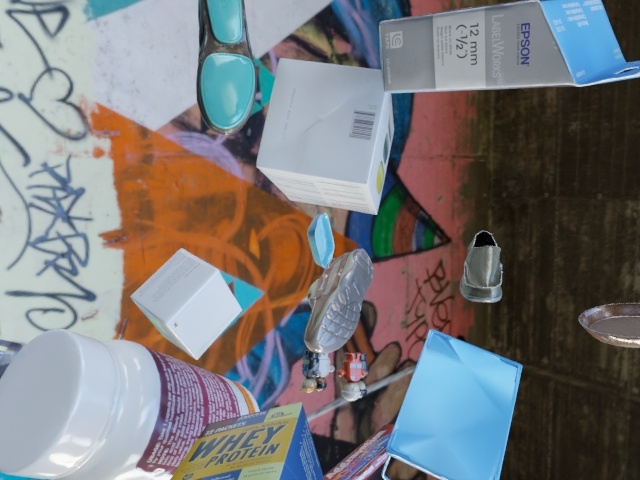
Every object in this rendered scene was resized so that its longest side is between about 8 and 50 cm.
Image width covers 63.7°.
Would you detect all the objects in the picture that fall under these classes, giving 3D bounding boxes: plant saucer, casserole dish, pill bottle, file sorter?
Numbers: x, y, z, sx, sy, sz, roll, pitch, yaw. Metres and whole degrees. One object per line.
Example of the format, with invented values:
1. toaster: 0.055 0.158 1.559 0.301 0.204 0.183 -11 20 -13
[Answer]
1. plant saucer: 0.540 0.147 0.888 0.168 0.168 0.029 1 -77 46
2. casserole dish: 0.000 0.000 1.615 0.036 0.114 0.189 5 -47 23
3. pill bottle: -0.287 0.291 0.823 0.223 0.392 0.224 -15 -124 24
4. file sorter: 0.155 0.221 0.626 0.118 0.170 0.105 21 -40 14

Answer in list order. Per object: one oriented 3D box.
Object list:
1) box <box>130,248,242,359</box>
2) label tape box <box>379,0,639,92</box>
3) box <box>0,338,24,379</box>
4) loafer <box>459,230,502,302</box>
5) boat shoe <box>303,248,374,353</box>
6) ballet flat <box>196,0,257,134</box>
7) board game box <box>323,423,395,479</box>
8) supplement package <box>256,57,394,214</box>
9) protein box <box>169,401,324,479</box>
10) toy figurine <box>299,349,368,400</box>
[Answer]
1. box: -0.186 0.089 0.726 0.087 0.101 0.102 24 -30 35
2. label tape box: 0.297 -0.288 0.741 0.347 0.249 0.115 10 -63 41
3. box: -0.778 0.290 0.881 0.097 0.394 0.319 -17 -122 46
4. loafer: 0.370 0.055 1.191 0.094 0.251 0.088 1 -63 13
5. boat shoe: 0.030 0.146 1.249 0.116 0.324 0.123 -8 -60 32
6. ballet flat: -0.153 -0.292 0.830 0.096 0.095 0.281 150 -60 -70
7. board game box: 0.122 0.561 1.333 0.145 0.281 0.027 -36 -99 53
8. supplement package: 0.024 -0.183 0.978 0.197 0.262 0.200 11 -96 11
9. protein box: -0.069 0.329 0.582 0.135 0.201 0.200 -15 -86 6
10. toy figurine: 0.047 0.430 1.646 0.209 0.213 0.148 1 -101 12
